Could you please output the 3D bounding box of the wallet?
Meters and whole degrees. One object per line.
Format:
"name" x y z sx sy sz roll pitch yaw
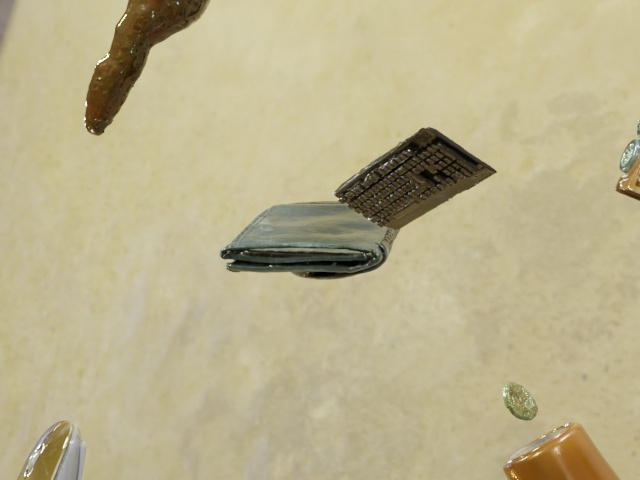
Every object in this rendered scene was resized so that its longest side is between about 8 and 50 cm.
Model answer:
"wallet" 0.000 0.000 1.867 0.342 0.237 0.075 -53 -40 -75

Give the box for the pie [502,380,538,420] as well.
"pie" 0.358 0.291 2.212 0.021 0.084 0.084 -45 45 33

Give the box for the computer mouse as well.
"computer mouse" -0.233 0.245 1.005 0.102 0.045 0.199 -14 66 60

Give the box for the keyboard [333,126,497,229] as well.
"keyboard" 0.076 -0.048 1.066 0.015 0.074 0.196 -59 12 -23

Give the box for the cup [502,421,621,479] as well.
"cup" 0.367 0.413 1.768 0.226 0.182 0.264 -37 80 39

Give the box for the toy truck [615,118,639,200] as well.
"toy truck" 0.549 -0.182 1.739 0.162 0.136 0.305 -110 42 -80

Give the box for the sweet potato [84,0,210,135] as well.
"sweet potato" -0.140 -0.213 1.093 0.075 0.075 0.269 28 90 54
